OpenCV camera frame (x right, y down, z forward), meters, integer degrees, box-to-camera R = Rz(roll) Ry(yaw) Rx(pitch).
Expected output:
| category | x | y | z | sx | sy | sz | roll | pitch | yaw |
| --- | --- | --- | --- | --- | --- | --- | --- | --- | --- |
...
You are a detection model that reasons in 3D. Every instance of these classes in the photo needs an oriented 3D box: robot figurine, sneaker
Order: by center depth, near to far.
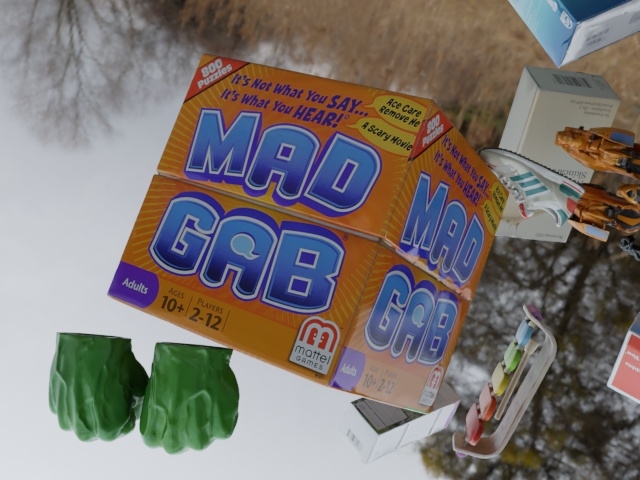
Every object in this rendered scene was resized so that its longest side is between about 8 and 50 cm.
| category | x | y | z | sx | sy | sz | roll | pitch | yaw |
| --- | --- | --- | --- | --- | --- | --- | --- | --- | --- |
| sneaker | 0.285 | -0.074 | 1.276 | 0.161 | 0.075 | 0.057 | 24 | -176 | -2 |
| robot figurine | 0.480 | -0.075 | 1.404 | 0.085 | 0.211 | 0.291 | 1 | -163 | -35 |

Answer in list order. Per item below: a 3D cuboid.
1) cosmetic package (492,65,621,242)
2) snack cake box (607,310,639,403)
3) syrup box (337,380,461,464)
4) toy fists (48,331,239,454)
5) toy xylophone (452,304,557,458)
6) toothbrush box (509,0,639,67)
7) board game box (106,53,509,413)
| category | x | y | z | sx | sy | sz | roll | pitch | yaw |
| --- | --- | --- | --- | --- | --- | --- | --- | --- | --- |
| cosmetic package | 0.423 | -0.158 | 1.707 | 0.160 | 0.309 | 0.113 | 5 | -147 | -9 |
| snack cake box | 0.580 | 0.213 | 1.356 | 0.264 | 0.152 | 0.089 | 29 | -124 | 24 |
| syrup box | 0.161 | 0.350 | 1.825 | 0.236 | 0.096 | 0.093 | -14 | -134 | -38 |
| toy fists | -0.236 | 0.202 | 1.207 | 0.279 | 0.142 | 0.096 | 4 | 175 | 17 |
| toy xylophone | 0.362 | 0.280 | 1.776 | 0.081 | 0.323 | 0.236 | 28 | 179 | 5 |
| toothbrush box | 0.413 | -0.464 | 1.496 | 0.296 | 0.216 | 0.126 | 60 | 167 | 20 |
| board game box | 0.000 | 0.000 | 1.273 | 0.356 | 0.356 | 0.356 | 17 | 174 | 29 |
